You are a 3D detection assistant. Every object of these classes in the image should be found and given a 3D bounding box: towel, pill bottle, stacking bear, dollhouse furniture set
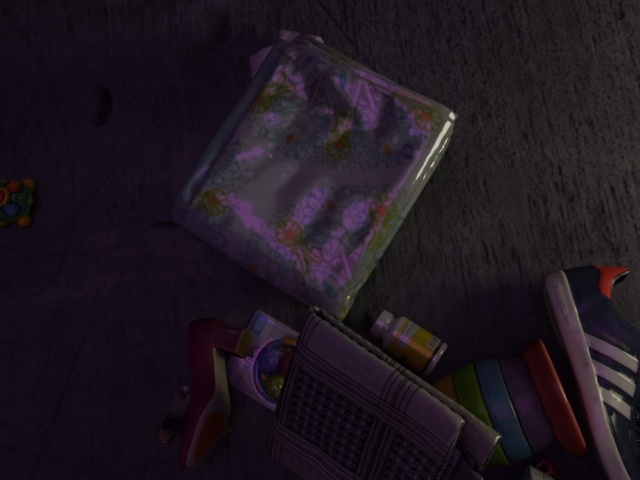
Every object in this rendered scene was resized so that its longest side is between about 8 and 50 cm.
[{"bbox_3d":[-0.012,-0.109,0.999,0.321,0.090,0.374,30,86,15],"label":"towel"},{"bbox_3d":[0.141,0.163,1.042,0.116,0.065,0.065,33,86,15],"label":"pill bottle"},{"bbox_3d":[0.065,0.298,0.928,0.324,0.056,0.312,32,122,25],"label":"towel"},{"bbox_3d":[0.220,0.269,0.963,0.289,0.164,0.175,-22,59,14],"label":"stacking bear"},{"bbox_3d":[-0.209,0.306,1.106,0.114,0.091,0.081,20,40,-8],"label":"dollhouse furniture set"}]

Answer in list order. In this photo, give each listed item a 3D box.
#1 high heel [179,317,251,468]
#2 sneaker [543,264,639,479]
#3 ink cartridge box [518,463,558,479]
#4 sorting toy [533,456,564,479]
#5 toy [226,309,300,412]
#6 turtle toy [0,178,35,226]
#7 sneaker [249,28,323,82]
[{"bbox_3d":[-0.206,0.243,1.058,0.117,0.082,0.244,6,66,25],"label":"high heel"},{"bbox_3d":[0.446,0.199,0.945,0.148,0.131,0.349,-15,76,12],"label":"sneaker"},{"bbox_3d":[0.359,0.520,0.881,0.304,0.072,0.307,27,100,12],"label":"ink cartridge box"},{"bbox_3d":[0.369,0.456,0.952,0.132,0.046,0.274,-41,76,0],"label":"sorting toy"},{"bbox_3d":[-0.046,0.227,1.068,0.237,0.056,0.136,28,84,14],"label":"toy"},{"bbox_3d":[-0.607,-0.076,1.222,0.130,0.066,0.095,-1,79,10],"label":"turtle toy"},{"bbox_3d":[-0.092,-0.285,1.170,0.115,0.090,0.232,28,76,21],"label":"sneaker"}]
